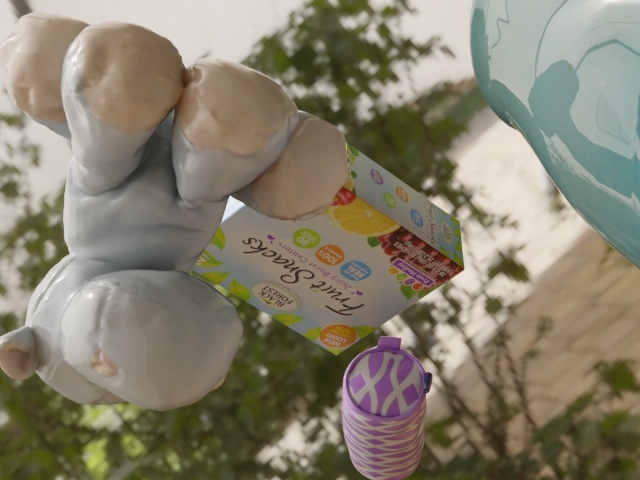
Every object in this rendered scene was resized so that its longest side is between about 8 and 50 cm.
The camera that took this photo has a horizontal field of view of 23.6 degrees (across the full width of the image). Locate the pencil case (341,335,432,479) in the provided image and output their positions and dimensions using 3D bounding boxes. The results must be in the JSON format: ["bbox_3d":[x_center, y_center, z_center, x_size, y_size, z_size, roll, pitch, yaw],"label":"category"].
[{"bbox_3d":[0.064,0.173,1.532,0.206,0.086,0.088,89,-179,-62],"label":"pencil case"}]

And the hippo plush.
[{"bbox_3d":[-0.149,-0.008,1.064,0.294,0.234,0.237,8,74,50],"label":"hippo plush"}]

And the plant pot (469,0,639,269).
[{"bbox_3d":[0.230,-0.104,0.877,0.271,0.272,0.255,-41,39,-9],"label":"plant pot"}]

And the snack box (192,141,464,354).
[{"bbox_3d":[0.000,0.000,1.410,0.174,0.207,0.070,-35,35,31],"label":"snack box"}]
